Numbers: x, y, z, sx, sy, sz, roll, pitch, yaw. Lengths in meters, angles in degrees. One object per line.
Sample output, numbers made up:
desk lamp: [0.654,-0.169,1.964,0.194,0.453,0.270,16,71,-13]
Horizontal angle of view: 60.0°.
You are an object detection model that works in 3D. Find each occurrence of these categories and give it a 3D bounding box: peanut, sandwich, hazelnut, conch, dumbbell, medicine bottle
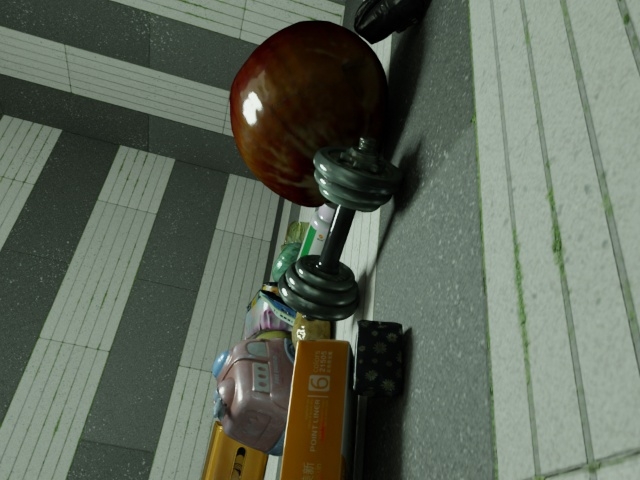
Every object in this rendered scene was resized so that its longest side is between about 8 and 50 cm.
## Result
peanut: [-0.020,0.198,1.374,0.226,0.095,0.108,-85,16,-46]
sandwich: [-0.101,0.041,2.104,0.088,0.090,0.244,-169,93,-83]
hazelnut: [-0.033,-0.297,1.327,0.429,0.402,0.402,124,159,-48]
conch: [-0.095,0.089,1.919,0.176,0.122,0.188,78,-160,-59]
dumbbell: [0.034,-0.013,1.109,0.179,0.179,0.406,-96,22,-65]
medicine bottle: [0.000,0.000,1.555,0.095,0.095,0.260,-89,15,-53]

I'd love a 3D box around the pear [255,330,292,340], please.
pear: [-0.139,0.355,1.703,0.167,0.136,0.167,-5,83,53]

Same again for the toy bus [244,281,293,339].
toy bus: [-0.153,0.265,1.895,0.386,0.171,0.162,129,148,-65]

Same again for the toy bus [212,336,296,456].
toy bus: [-0.150,0.361,1.346,0.197,0.232,0.294,-59,23,24]

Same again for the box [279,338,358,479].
box: [0.004,0.321,0.865,0.221,0.091,0.274,77,-163,-55]

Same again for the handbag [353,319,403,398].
handbag: [0.087,0.195,0.874,0.139,0.072,0.115,88,-175,-67]

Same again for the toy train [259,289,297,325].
toy train: [-0.108,0.204,1.647,0.234,0.052,0.051,21,101,44]

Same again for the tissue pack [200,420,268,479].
tissue pack: [-0.287,0.759,1.835,0.145,0.194,0.274,137,146,-73]

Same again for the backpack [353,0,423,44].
backpack: [0.157,-0.516,1.253,0.165,0.106,0.120,-31,35,36]
